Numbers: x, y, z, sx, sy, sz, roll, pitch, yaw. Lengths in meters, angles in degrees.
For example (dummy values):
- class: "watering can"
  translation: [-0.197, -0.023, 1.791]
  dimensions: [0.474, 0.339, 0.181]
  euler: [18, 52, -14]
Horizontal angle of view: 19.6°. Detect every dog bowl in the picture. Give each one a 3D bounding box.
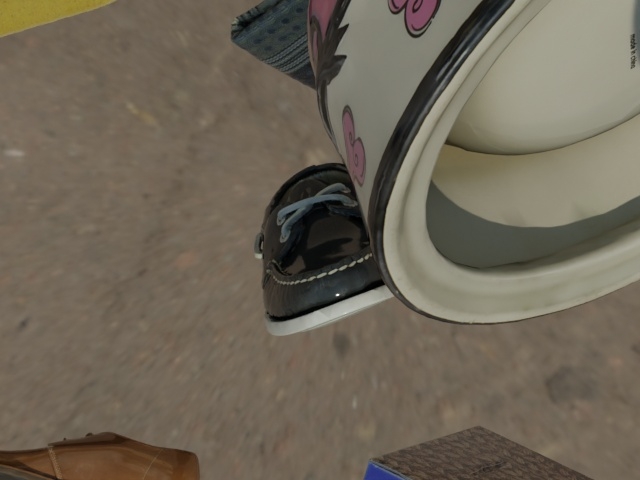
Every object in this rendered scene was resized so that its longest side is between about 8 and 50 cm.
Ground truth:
- class: "dog bowl"
  translation: [0.172, -0.138, 1.058]
  dimensions: [0.408, 0.408, 0.150]
  euler: [-35, 61, 2]

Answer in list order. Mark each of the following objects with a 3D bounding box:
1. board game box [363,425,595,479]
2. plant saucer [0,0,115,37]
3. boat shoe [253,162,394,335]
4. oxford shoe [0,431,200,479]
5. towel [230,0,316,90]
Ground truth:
- class: "board game box"
  translation: [0.113, 0.343, 1.715]
  dimensions: [0.141, 0.232, 0.291]
  euler: [24, 103, 27]
- class: "plant saucer"
  translation: [-0.275, -0.338, 1.797]
  dimensions: [0.333, 0.332, 0.081]
  euler: [-11, 134, 35]
- class: "boat shoe"
  translation: [0.000, 0.000, 1.341]
  dimensions: [0.114, 0.302, 0.091]
  euler: [-18, 97, -2]
- class: "oxford shoe"
  translation: [-0.199, 0.187, 1.488]
  dimensions: [0.212, 0.076, 0.076]
  euler: [7, 54, 5]
- class: "towel"
  translation: [0.117, -0.236, 1.727]
  dimensions: [0.324, 0.312, 0.056]
  euler: [-34, 57, 23]
